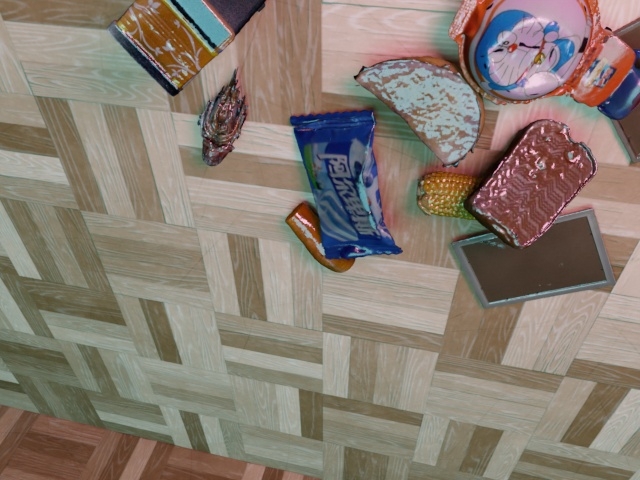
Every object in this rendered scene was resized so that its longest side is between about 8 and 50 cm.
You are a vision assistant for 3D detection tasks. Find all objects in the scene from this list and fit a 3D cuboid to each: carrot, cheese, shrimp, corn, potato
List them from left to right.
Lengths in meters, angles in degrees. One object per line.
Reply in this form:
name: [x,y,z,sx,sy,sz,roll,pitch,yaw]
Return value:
shrimp: [-0.198,-0.250,1.073,0.090,0.079,0.233,19,129,-7]
carrot: [0.000,0.000,1.234,0.087,0.087,0.193,-30,119,37]
potato: [0.192,-0.258,0.926,0.243,0.098,0.138,40,127,-12]
corn: [0.320,-0.081,1.055,0.260,0.091,0.091,10,151,3]
cheese: [0.358,-0.291,0.816,0.329,0.129,0.217,21,128,-10]

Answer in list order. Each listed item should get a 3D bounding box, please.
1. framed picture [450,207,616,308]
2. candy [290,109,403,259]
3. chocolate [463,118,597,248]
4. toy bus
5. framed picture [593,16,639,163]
framed picture: [0.470,0.047,1.175,0.296,0.019,0.232,-15,126,28]
candy: [0.057,-0.108,1.106,0.187,0.077,0.331,-2,115,22]
chocolate: [0.373,-0.104,0.959,0.148,0.093,0.214,40,94,-5]
toy bus: [-0.181,-0.366,0.822,0.167,0.275,0.138,-28,118,32]
framed picture: [0.560,-0.256,0.867,0.184,0.016,0.250,-26,120,35]
